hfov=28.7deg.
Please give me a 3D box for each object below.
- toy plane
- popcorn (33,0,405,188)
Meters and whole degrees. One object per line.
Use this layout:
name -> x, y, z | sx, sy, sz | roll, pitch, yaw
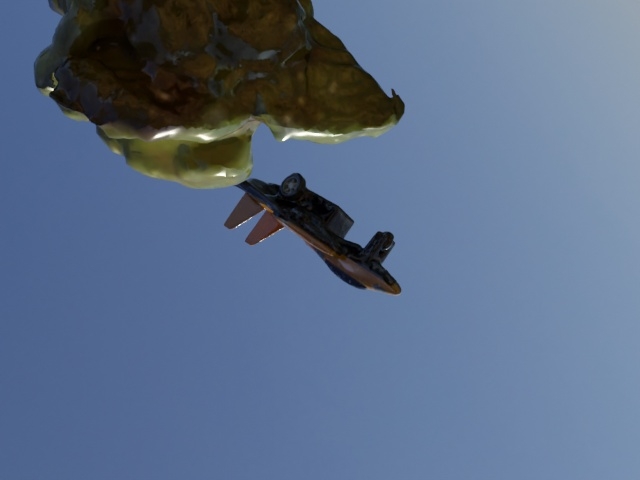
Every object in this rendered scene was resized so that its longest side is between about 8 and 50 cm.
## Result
toy plane -> 0.007, -0.011, 1.626 | 0.316, 0.103, 0.204 | 22, 167, 43
popcorn -> -0.102, -0.212, 1.203 | 0.321, 0.326, 0.290 | 31, 174, -29
